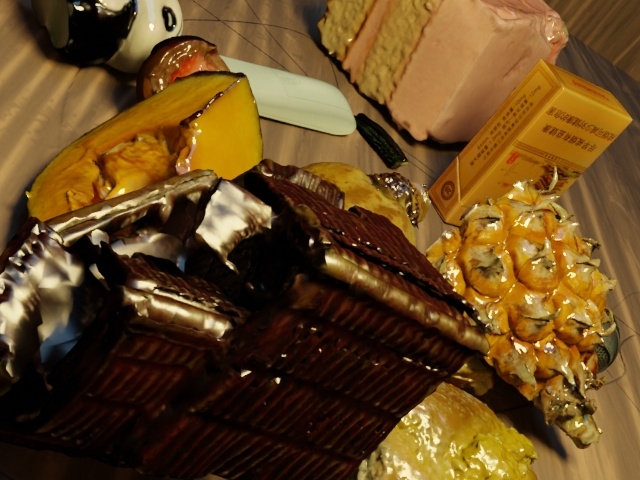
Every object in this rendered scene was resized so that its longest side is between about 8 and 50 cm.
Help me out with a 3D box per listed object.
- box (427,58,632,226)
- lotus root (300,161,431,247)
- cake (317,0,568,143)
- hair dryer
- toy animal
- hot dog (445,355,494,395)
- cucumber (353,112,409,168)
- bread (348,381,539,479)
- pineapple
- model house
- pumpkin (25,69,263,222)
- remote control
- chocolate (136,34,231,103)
[{"bbox_3d":[0.314,-0.127,1.476,0.174,0.274,0.076,15,37,-37],"label":"box"},{"bbox_3d":[0.000,0.000,1.073,0.169,0.141,0.314,46,38,19],"label":"lotus root"},{"bbox_3d":[0.214,-0.354,1.681,0.314,0.293,0.307,-10,52,-47],"label":"cake"},{"bbox_3d":[0.338,0.040,1.375,0.272,0.091,0.235,63,15,-15],"label":"hair dryer"},{"bbox_3d":[-0.256,-0.287,1.192,0.179,0.138,0.166,3,60,-40],"label":"toy animal"},{"bbox_3d":[0.127,0.126,1.114,0.169,0.061,0.078,47,-15,-3],"label":"hot dog"},{"bbox_3d":[0.094,-0.159,1.521,0.033,0.034,0.135,-4,49,-45],"label":"cucumber"},{"bbox_3d":[0.074,0.212,0.811,0.246,0.176,0.195,22,30,-28],"label":"bread"},{"bbox_3d":[0.293,0.078,1.161,0.286,0.209,0.344,50,15,15],"label":"pineapple"},{"bbox_3d":[-0.064,0.032,0.705,0.317,0.282,0.297,27,63,-34],"label":"model house"},{"bbox_3d":[-0.179,-0.025,0.939,0.312,0.169,0.148,-51,126,-41],"label":"pumpkin"},{"bbox_3d":[-0.065,-0.218,1.406,0.293,0.051,0.103,5,43,-44],"label":"remote control"},{"bbox_3d":[-0.156,-0.161,1.149,0.124,0.127,0.133,1,71,-1],"label":"chocolate"}]
